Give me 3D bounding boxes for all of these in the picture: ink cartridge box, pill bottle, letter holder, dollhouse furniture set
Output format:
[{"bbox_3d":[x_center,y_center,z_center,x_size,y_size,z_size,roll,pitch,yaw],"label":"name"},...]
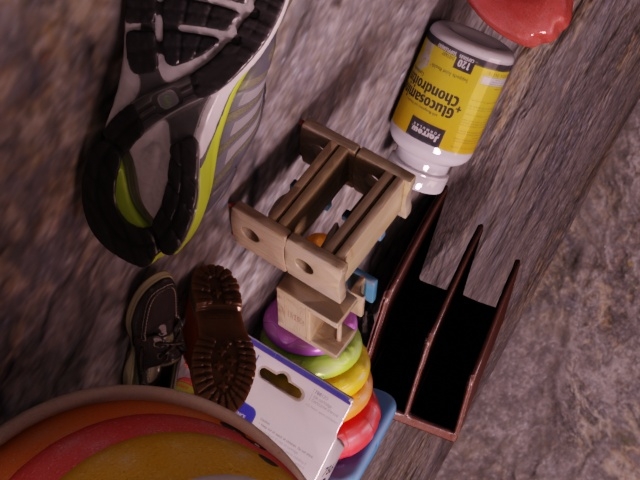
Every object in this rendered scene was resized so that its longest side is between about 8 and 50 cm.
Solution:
[{"bbox_3d":[-0.091,0.268,1.331,0.332,0.165,0.065,-63,162,12],"label":"ink cartridge box"},{"bbox_3d":[0.141,-0.150,1.406,0.103,0.103,0.184,-24,139,-61],"label":"pill bottle"},{"bbox_3d":[0.177,0.085,1.692,0.302,0.152,0.214,-56,163,-53],"label":"letter holder"},{"bbox_3d":[0.000,0.000,1.225,0.129,0.129,0.183,-51,162,-26],"label":"dollhouse furniture set"}]

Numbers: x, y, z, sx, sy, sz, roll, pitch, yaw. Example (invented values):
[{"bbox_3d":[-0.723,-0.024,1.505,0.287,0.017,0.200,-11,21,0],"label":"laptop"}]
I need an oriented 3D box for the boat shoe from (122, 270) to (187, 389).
[{"bbox_3d":[-0.142,0.092,1.101,0.056,0.049,0.152,-29,146,-34],"label":"boat shoe"}]

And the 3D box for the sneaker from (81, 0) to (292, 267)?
[{"bbox_3d":[-0.082,-0.130,0.884,0.300,0.111,0.121,-63,172,26],"label":"sneaker"}]

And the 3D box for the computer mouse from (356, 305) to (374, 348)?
[{"bbox_3d":[0.007,0.230,1.679,0.272,0.072,0.188,-51,161,-25],"label":"computer mouse"}]

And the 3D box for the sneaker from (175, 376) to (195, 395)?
[{"bbox_3d":[-0.151,0.178,1.199,0.208,0.081,0.094,26,74,-70],"label":"sneaker"}]

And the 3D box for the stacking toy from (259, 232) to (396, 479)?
[{"bbox_3d":[-0.009,0.117,1.381,0.175,0.166,0.301,-54,152,-48],"label":"stacking toy"}]

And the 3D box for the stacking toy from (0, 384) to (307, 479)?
[{"bbox_3d":[-0.089,0.235,0.775,0.350,0.350,0.480,-52,-176,-23],"label":"stacking toy"}]

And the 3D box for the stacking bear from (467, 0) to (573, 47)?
[{"bbox_3d":[0.149,-0.323,1.088,0.175,0.164,0.289,-55,151,1],"label":"stacking bear"}]

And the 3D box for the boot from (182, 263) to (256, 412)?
[{"bbox_3d":[-0.100,0.108,1.139,0.084,0.059,0.158,116,-25,-44],"label":"boot"}]
